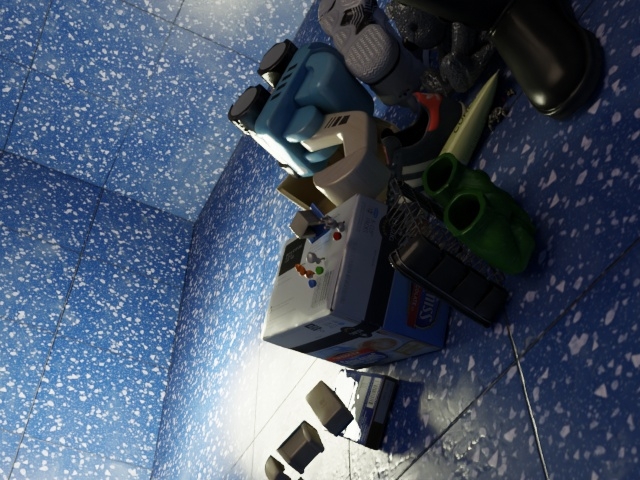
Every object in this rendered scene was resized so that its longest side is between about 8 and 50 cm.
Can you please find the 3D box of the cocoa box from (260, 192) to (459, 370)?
[{"bbox_3d":[0.070,0.095,1.541,0.347,0.228,0.231,-31,41,61],"label":"cocoa box"}]

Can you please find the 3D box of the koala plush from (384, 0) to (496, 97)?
[{"bbox_3d":[0.235,-0.426,1.614,0.203,0.221,0.196,-55,8,-5],"label":"koala plush"}]

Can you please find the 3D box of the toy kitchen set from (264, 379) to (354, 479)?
[{"bbox_3d":[0.002,0.416,1.576,0.207,0.166,0.122,-46,25,-1],"label":"toy kitchen set"}]

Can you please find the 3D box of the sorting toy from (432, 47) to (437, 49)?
[{"bbox_3d":[0.291,-0.473,1.856,0.075,0.044,0.083,18,87,65],"label":"sorting toy"}]

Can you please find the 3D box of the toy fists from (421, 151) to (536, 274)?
[{"bbox_3d":[0.263,-0.045,1.297,0.096,0.142,0.279,-46,24,14],"label":"toy fists"}]

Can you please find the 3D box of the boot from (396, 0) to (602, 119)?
[{"bbox_3d":[0.214,-0.395,1.322,0.146,0.445,0.367,-56,22,34],"label":"boot"}]

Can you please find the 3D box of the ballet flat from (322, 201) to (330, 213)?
[{"bbox_3d":[0.029,0.052,1.930,0.123,0.123,0.349,-41,31,55],"label":"ballet flat"}]

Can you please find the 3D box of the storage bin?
[{"bbox_3d":[0.065,-0.148,1.832,0.262,0.123,0.260,-49,28,-2],"label":"storage bin"}]

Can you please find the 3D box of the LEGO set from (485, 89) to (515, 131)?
[{"bbox_3d":[0.331,-0.246,1.504,0.054,0.023,0.083,-1,69,71],"label":"LEGO set"}]

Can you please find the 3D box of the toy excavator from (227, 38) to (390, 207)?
[{"bbox_3d":[0.011,-0.248,1.677,0.445,0.222,0.433,-6,50,50],"label":"toy excavator"}]

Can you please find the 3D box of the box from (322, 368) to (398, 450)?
[{"bbox_3d":[0.074,0.325,1.586,0.225,0.036,0.136,-11,59,68],"label":"box"}]

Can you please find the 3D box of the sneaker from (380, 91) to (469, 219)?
[{"bbox_3d":[0.168,-0.144,1.659,0.350,0.148,0.131,-64,18,15],"label":"sneaker"}]

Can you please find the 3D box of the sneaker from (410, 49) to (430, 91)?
[{"bbox_3d":[0.182,-0.469,1.968,0.086,0.163,0.226,-57,20,37],"label":"sneaker"}]

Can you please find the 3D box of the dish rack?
[{"bbox_3d":[0.196,0.006,1.337,0.074,0.208,0.271,-49,24,19],"label":"dish rack"}]

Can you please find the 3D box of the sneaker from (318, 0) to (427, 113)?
[{"bbox_3d":[0.121,-0.434,1.813,0.137,0.210,0.366,-35,46,18],"label":"sneaker"}]

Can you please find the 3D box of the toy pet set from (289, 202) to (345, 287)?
[{"bbox_3d":[0.000,0.000,1.423,0.114,0.065,0.122,49,126,30],"label":"toy pet set"}]

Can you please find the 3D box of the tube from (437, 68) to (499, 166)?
[{"bbox_3d":[0.285,-0.214,1.548,0.240,0.062,0.070,-63,33,11],"label":"tube"}]
